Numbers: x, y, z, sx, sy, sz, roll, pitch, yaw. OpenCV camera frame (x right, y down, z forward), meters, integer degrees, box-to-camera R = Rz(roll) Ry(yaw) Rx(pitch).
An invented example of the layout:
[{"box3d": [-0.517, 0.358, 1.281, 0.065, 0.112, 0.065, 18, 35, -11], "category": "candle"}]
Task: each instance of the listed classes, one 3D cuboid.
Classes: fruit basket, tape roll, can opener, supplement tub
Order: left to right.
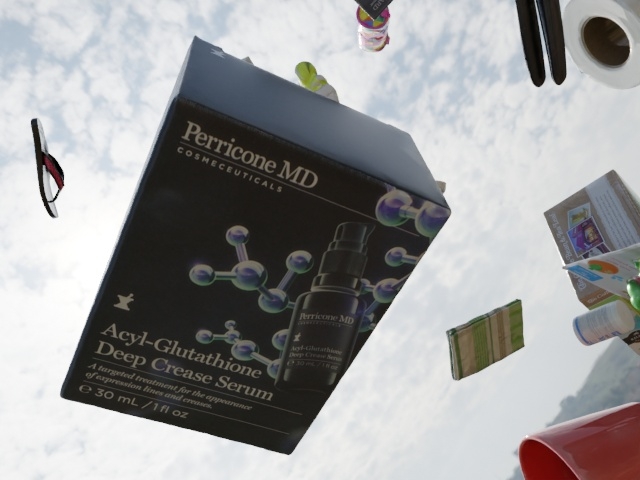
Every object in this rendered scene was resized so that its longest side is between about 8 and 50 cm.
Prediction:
[{"box3d": [0.225, -0.250, 0.643, 0.073, 0.059, 0.186, -25, -74, -24], "category": "can opener"}, {"box3d": [0.602, 0.177, 1.325, 0.071, 0.071, 0.107, -23, -9, -47], "category": "supplement tub"}, {"box3d": [0.690, -0.487, 1.386, 0.169, 0.246, 0.246, -39, -29, -10], "category": "tape roll"}, {"box3d": [0.667, 0.094, 1.113, 0.353, 0.327, 0.165, 130, 163, -67], "category": "fruit basket"}]

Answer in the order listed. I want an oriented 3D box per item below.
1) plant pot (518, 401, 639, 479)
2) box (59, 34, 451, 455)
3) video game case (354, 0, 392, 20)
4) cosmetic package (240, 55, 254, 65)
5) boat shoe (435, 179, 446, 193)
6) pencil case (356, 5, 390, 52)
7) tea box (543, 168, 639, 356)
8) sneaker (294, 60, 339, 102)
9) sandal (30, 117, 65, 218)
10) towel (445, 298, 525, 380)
[{"box3d": [0.563, 0.451, 1.199, 0.243, 0.275, 0.275, -22, -36, -13], "category": "plant pot"}, {"box3d": [-0.089, 0.022, 0.737, 0.294, 0.212, 0.395, 20, -63, -18], "category": "box"}, {"box3d": [0.105, -0.719, 1.541, 0.196, 0.274, 0.026, -43, 13, 23], "category": "video game case"}, {"box3d": [-0.255, -0.426, 1.813, 0.117, 0.086, 0.231, 56, -137, -27], "category": "cosmetic package"}, {"box3d": [0.237, -0.105, 1.607, 0.301, 0.108, 0.102, -11, -80, -56], "category": "boat shoe"}, {"box3d": [0.156, -0.627, 1.816, 0.104, 0.104, 0.236, -57, -5, 4], "category": "pencil case"}, {"box3d": [0.786, 0.059, 1.593, 0.324, 0.329, 0.220, 34, -56, -28], "category": "tea box"}, {"box3d": [-0.007, -0.478, 2.059, 0.091, 0.240, 0.126, -23, -21, -10], "category": "sneaker"}, {"box3d": [-0.475, -0.127, 1.092, 0.040, 0.067, 0.179, -7, -81, -15], "category": "sandal"}, {"box3d": [0.289, 0.172, 1.082, 0.152, 0.023, 0.113, -22, -59, -17], "category": "towel"}]
